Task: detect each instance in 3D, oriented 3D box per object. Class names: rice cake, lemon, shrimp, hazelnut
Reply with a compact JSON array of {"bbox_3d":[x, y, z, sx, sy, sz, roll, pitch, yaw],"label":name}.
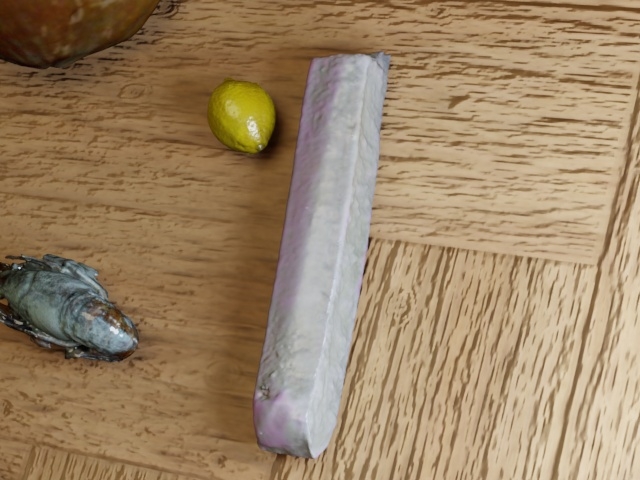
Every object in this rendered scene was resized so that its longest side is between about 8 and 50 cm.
[{"bbox_3d":[0.000,0.000,1.525,0.070,0.064,0.399,-2,67,28],"label":"rice cake"},{"bbox_3d":[-0.076,-0.121,1.612,0.065,0.065,0.092,-29,60,9],"label":"lemon"},{"bbox_3d":[-0.262,0.053,1.612,0.233,0.079,0.090,24,75,34],"label":"shrimp"},{"bbox_3d":[-0.274,-0.279,1.692,0.251,0.217,0.217,-11,62,-8],"label":"hazelnut"}]
